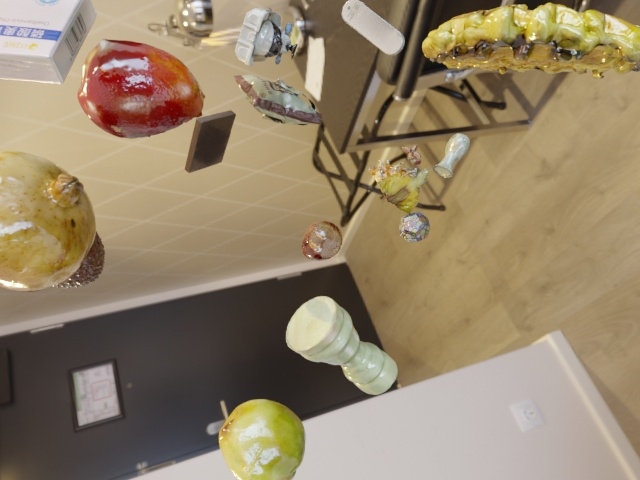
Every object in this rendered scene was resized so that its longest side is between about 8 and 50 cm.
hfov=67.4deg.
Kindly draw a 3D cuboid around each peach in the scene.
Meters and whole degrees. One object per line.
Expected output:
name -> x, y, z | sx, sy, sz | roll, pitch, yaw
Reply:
peach -> -0.204, 0.729, 1.738 | 0.315, 0.281, 0.314 | 36, 178, -1
peach -> -0.502, -0.423, 1.379 | 0.281, 0.338, 0.281 | -15, 71, 51

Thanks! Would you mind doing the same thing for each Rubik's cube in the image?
Rubik's cube -> 0.323, -0.046, 1.650 | 0.111, 0.093, 0.111 | 28, 151, 17

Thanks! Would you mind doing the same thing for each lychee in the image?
lychee -> -0.934, 0.048, 1.753 | 0.304, 0.275, 0.276 | 76, 169, -53

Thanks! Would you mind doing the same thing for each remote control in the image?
remote control -> 0.164, -0.672, 1.510 | 0.245, 0.022, 0.077 | 44, 113, 15

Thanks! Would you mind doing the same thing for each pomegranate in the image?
pomegranate -> -0.781, -0.062, 1.288 | 0.410, 0.410, 0.410 | 169, 90, -69

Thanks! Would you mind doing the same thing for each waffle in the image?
waffle -> 0.392, -0.352, 0.881 | 0.379, 0.382, 0.095 | -137, 51, -67

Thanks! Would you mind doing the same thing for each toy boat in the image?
toy boat -> -0.135, -0.516, 1.225 | 0.269, 0.140, 0.141 | -57, -33, -66

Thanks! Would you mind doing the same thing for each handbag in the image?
handbag -> -0.135, -0.432, 1.478 | 0.213, 0.235, 0.127 | 49, 123, 46

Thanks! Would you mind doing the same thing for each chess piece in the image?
chess piece -> 0.095, 0.409, 1.794 | 0.442, 0.234, 0.234 | 43, 180, -33

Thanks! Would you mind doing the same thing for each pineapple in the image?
pineapple -> 0.264, -0.219, 1.613 | 0.164, 0.250, 0.140 | -47, 48, 17

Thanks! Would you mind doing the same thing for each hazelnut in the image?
hazelnut -> 0.000, 0.000, 1.683 | 0.143, 0.154, 0.143 | 39, 170, 8

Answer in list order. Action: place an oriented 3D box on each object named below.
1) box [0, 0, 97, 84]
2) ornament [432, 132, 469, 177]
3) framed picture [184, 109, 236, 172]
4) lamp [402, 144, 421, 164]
box -> -0.623, -0.394, 0.889 | 0.065, 0.343, 0.200 | 95, -179, -60
ornament -> 0.453, -0.294, 1.641 | 0.075, 0.156, 0.081 | 25, 164, 25
framed picture -> -0.305, -0.272, 1.324 | 0.023, 0.128, 0.168 | 41, 131, 16
lamp -> 0.329, -0.300, 1.691 | 0.031, 0.063, 0.083 | 108, 145, -56
